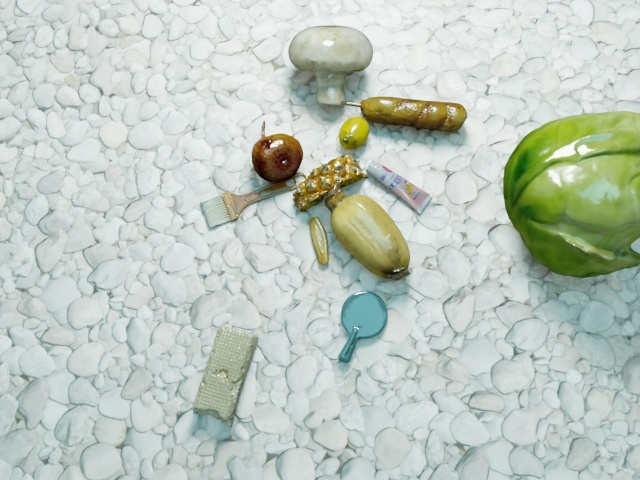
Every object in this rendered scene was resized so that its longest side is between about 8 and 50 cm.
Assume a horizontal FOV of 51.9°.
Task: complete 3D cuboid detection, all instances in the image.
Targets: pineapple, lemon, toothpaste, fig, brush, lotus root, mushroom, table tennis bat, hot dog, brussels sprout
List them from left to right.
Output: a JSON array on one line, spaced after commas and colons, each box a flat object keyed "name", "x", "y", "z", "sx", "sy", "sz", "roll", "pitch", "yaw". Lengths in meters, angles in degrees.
[{"name": "brush", "x": -0.179, "y": -0.126, "z": 1.846, "sx": 0.314, "sy": 0.017, "sz": 0.090, "roll": -22, "pitch": 75, "yaw": -6}, {"name": "fig", "x": -0.146, "y": -0.254, "z": 1.849, "sx": 0.146, "sy": 0.134, "sz": 0.201, "roll": -10, "pitch": 37, "yaw": -32}, {"name": "hot dog", "x": 0.000, "y": 0.000, "z": 1.791, "sx": 0.044, "sy": 0.028, "sz": 0.137, "roll": -24, "pitch": 68, "yaw": 21}, {"name": "mushroom", "x": 0.027, "y": -0.499, "z": 1.881, "sx": 0.243, "sy": 0.243, "sz": 0.244, "roll": 0, "pitch": 72, "yaw": 2}, {"name": "pineapple", "x": 0.027, "y": -0.165, "z": 1.790, "sx": 0.233, "sy": 0.135, "sz": 0.080, "roll": -34, "pitch": 75, "yaw": -10}, {"name": "lemon", "x": 0.097, "y": -0.306, "z": 1.863, "sx": 0.082, "sy": 0.082, "sz": 0.111, "roll": 30, "pitch": 63, "yaw": 11}, {"name": "table tennis bat", "x": 0.099, "y": 0.225, "z": 1.714, "sx": 0.124, "sy": 0.033, "sz": 0.201, "roll": 23, "pitch": 72, "yaw": 11}, {"name": "lotus root", "x": 0.127, "y": -0.018, "z": 1.738, "sx": 0.146, "sy": 0.131, "sz": 0.303, "roll": -42, "pitch": 84, "yaw": 4}, {"name": "toothpaste", "x": 0.215, "y": -0.155, "z": 1.833, "sx": 0.194, "sy": 0.043, "sz": 0.067, "roll": 35, "pitch": 73, "yaw": 6}, {"name": "brussels sprout", "x": 0.646, "y": -0.131, "z": 1.648, "sx": 0.360, "sy": 0.342, "sz": 0.426, "roll": 9, "pitch": 74, "yaw": -2}]

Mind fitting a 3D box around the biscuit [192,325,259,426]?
[{"name": "biscuit", "x": -0.240, "y": 0.341, "z": 1.669, "sx": 0.108, "sy": 0.062, "sz": 0.239, "roll": 15, "pitch": 73, "yaw": 6}]

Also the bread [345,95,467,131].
[{"name": "bread", "x": 0.242, "y": -0.363, "z": 1.867, "sx": 0.343, "sy": 0.124, "sz": 0.084, "roll": 6, "pitch": 102, "yaw": 3}]
